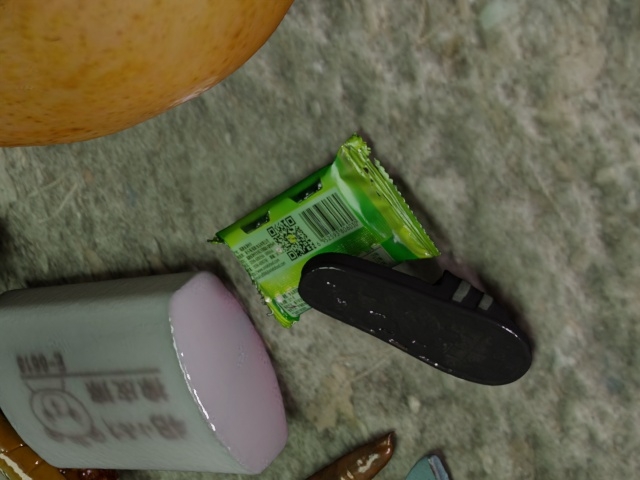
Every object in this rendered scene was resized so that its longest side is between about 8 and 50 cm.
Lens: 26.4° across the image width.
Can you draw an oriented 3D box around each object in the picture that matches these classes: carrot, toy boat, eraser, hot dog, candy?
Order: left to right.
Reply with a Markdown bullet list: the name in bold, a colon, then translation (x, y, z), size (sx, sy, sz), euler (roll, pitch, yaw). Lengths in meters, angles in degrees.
- **hot dog**: translation (-0.280, 0.189, 1.325), size (0.249, 0.102, 0.076), euler (45, 111, 5)
- **eraser**: translation (-0.168, 0.118, 1.177), size (0.270, 0.095, 0.174), euler (-7, 116, 41)
- **candy**: translation (0.001, -0.001, 0.989), size (0.102, 0.032, 0.178), euler (48, 138, -11)
- **carrot**: translation (0.004, 0.221, 1.159), size (0.057, 0.057, 0.224), euler (43, 136, 1)
- **toy boat**: translation (0.088, 0.217, 1.108), size (0.096, 0.034, 0.122), euler (3, 116, 37)

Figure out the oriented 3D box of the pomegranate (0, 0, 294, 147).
- **pomegranate**: translation (-0.182, -0.242, 0.673), size (0.417, 0.416, 0.416), euler (21, 134, 24)

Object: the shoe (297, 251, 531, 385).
- **shoe**: translation (0.071, 0.042, 0.951), size (0.179, 0.049, 0.071), euler (24, 138, -13)
